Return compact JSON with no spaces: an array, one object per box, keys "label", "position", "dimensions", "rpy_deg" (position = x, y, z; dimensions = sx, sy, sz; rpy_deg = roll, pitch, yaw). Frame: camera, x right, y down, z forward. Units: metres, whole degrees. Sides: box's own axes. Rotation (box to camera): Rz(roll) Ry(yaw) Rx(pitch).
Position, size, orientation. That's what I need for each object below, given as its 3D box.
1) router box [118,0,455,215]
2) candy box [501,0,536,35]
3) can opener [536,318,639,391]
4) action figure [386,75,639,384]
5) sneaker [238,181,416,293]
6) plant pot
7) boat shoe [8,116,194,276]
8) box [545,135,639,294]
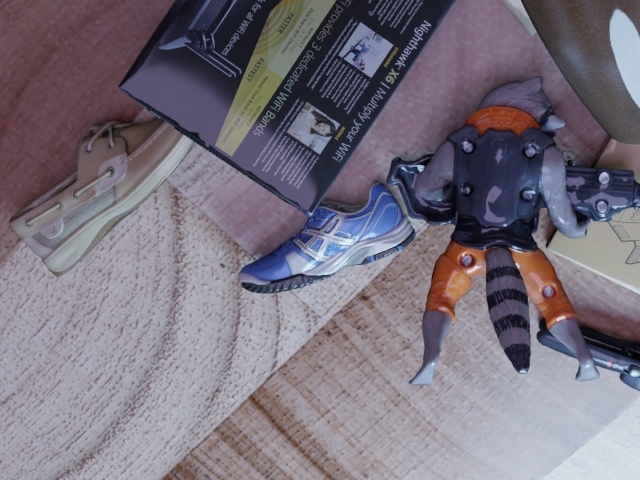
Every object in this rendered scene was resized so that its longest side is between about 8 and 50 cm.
[{"label":"router box","position":[-0.028,-0.219,1.414],"dimensions":[0.243,0.081,0.308],"rpy_deg":[34,91,-7]},{"label":"candy box","position":[0.271,-0.323,1.419],"dimensions":[0.206,0.027,0.105],"rpy_deg":[-38,106,18]},{"label":"can opener","position":[0.342,0.135,1.566],"dimensions":[0.186,0.059,0.073],"rpy_deg":[19,112,-2]},{"label":"action figure","position":[0.237,-0.017,1.423],"dimensions":[0.342,0.178,0.330],"rpy_deg":[-3,80,7]},{"label":"sneaker","position":[0.000,0.000,1.550],"dimensions":[0.211,0.080,0.081],"rpy_deg":[-22,100,4]},{"label":"plant pot","position":[0.316,-0.220,1.348],"dimensions":[0.215,0.215,0.230],"rpy_deg":[-16,123,12]},{"label":"boat shoe","position":[-0.238,-0.083,1.526],"dimensions":[0.098,0.109,0.302],"rpy_deg":[44,114,-12]},{"label":"box","position":[0.384,-0.018,1.525],"dimensions":[0.201,0.021,0.164],"rpy_deg":[25,111,-3]}]
